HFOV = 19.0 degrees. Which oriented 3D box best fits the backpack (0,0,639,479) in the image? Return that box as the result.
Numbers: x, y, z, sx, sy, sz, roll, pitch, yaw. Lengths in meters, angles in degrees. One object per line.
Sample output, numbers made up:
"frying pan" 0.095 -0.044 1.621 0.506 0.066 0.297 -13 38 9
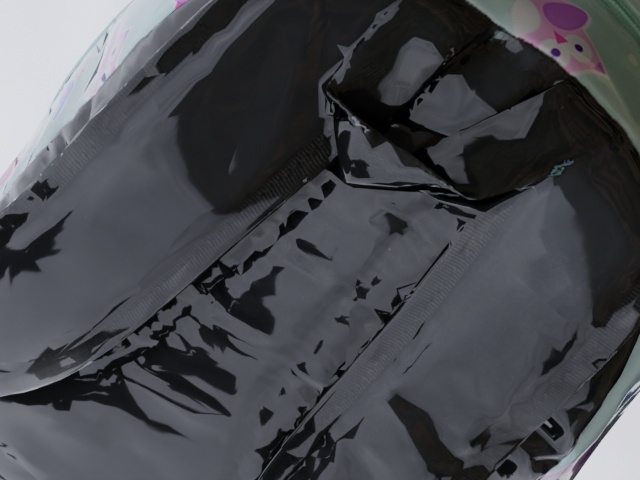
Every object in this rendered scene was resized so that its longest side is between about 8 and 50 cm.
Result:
"backpack" 0.000 0.000 0.380 0.152 0.182 0.115 36 -140 -6
